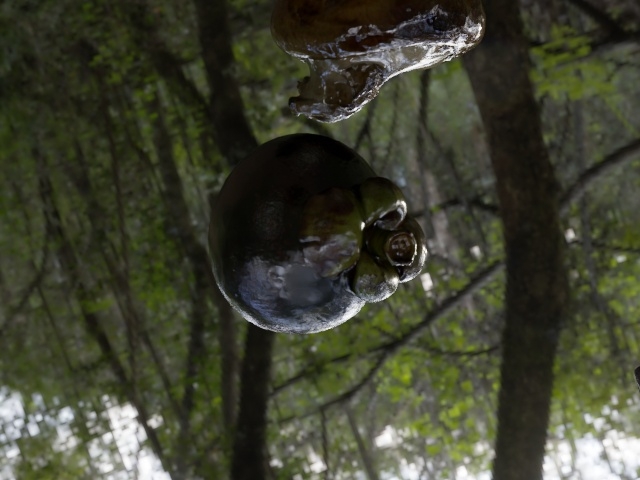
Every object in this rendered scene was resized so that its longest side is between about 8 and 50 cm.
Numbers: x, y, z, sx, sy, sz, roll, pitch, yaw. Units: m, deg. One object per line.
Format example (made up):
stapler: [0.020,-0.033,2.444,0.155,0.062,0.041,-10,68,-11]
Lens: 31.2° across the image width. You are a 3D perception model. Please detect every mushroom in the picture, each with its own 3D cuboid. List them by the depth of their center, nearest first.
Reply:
mushroom: [0.100,-0.321,1.846,0.345,0.260,0.345,-1,-176,0]

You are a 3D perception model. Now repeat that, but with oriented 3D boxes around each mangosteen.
mangosteen: [-0.004,-0.009,1.655,0.313,0.297,0.297,-1,-170,-1]

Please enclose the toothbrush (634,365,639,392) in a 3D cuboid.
toothbrush: [0.446,0.291,1.426,0.029,0.024,0.354,1,-140,-4]
